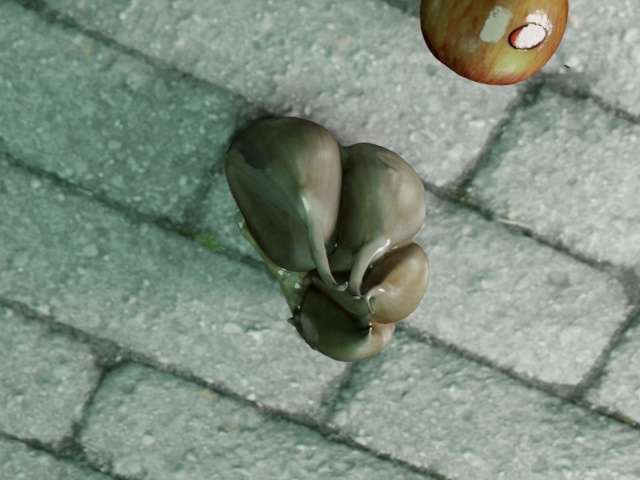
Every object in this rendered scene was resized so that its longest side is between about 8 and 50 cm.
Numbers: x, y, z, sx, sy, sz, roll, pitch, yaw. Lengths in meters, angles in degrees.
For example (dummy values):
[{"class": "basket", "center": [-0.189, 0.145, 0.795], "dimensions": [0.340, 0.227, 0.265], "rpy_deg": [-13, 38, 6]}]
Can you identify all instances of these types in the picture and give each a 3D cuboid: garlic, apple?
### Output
[{"class": "garlic", "center": [0.000, 0.000, 1.536], "dimensions": [0.210, 0.292, 0.237], "rpy_deg": [9, 79, -14]}, {"class": "apple", "center": [0.167, -0.226, 1.462], "dimensions": [0.146, 0.146, 0.131], "rpy_deg": [18, 122, -12]}]
